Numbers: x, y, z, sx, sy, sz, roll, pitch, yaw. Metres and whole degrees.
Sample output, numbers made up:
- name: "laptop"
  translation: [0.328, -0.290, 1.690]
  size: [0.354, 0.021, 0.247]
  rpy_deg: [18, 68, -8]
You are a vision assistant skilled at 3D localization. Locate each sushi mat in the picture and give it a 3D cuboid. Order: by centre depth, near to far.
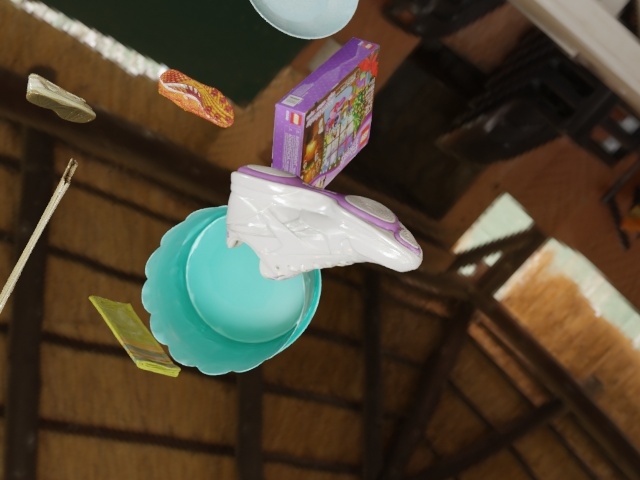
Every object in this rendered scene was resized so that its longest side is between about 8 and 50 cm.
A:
- name: "sushi mat"
  translation: [-0.547, -0.007, 2.091]
  size: [0.019, 0.316, 0.151]
  rpy_deg: [28, -163, -13]

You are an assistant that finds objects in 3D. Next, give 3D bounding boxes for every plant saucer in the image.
- name: "plant saucer"
  translation: [-0.035, -0.387, 1.617]
  size: [0.195, 0.195, 0.037]
  rpy_deg: [37, 158, -15]

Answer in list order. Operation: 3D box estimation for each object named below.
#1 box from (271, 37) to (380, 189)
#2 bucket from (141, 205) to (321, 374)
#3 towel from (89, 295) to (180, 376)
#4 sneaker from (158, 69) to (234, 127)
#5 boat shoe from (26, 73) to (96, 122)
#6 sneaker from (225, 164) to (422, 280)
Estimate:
- name: "box"
  translation: [0.009, -0.197, 1.851]
  size: [0.057, 0.200, 0.293]
  rpy_deg: [20, -141, 18]
- name: "bucket"
  translation: [-0.136, 0.073, 1.795]
  size: [0.281, 0.281, 0.183]
  rpy_deg: [42, -168, 4]
- name: "towel"
  translation: [-0.361, 0.180, 2.107]
  size: [0.102, 0.021, 0.237]
  rpy_deg: [24, -166, -45]
- name: "sneaker"
  translation: [-0.247, -0.283, 2.195]
  size: [0.175, 0.064, 0.067]
  rpy_deg: [35, 156, 6]
- name: "boat shoe"
  translation: [-0.486, -0.266, 2.050]
  size: [0.153, 0.056, 0.048]
  rpy_deg: [20, -122, -46]
- name: "sneaker"
  translation: [0.000, 0.000, 1.526]
  size: [0.305, 0.152, 0.114]
  rpy_deg: [21, -167, 25]
